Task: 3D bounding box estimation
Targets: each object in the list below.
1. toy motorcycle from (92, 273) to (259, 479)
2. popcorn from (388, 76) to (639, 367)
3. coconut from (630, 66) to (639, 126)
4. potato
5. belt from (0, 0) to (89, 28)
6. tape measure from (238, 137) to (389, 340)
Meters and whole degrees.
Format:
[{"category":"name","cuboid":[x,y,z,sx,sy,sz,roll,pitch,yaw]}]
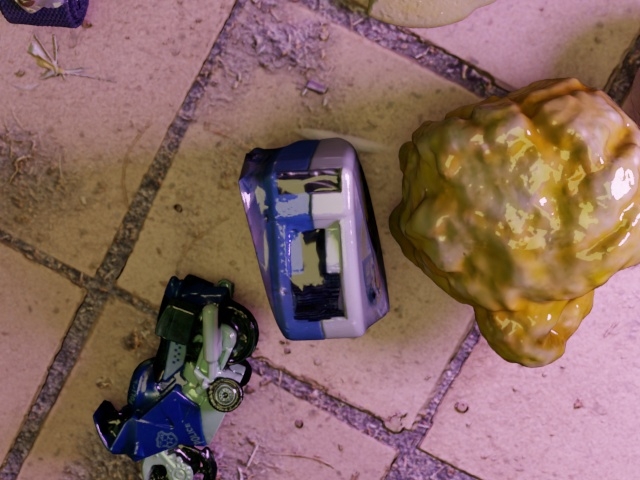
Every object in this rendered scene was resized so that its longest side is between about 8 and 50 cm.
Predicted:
[{"category":"toy motorcycle","cuboid":[-0.205,0.207,1.681,0.196,0.125,0.331,18,109,0]},{"category":"popcorn","cuboid":[0.256,-0.034,1.486,0.294,0.292,0.334,2,142,-28]},{"category":"coconut","cuboid":[0.500,-0.179,1.463,0.237,0.237,0.197,-34,97,12]},{"category":"potato","cuboid":[0.146,-0.332,1.552,0.149,0.081,0.120,21,136,-17]},{"category":"belt","cuboid":[-0.345,-0.390,1.535,0.126,0.139,0.230,4,102,5]},{"category":"tape measure","cuboid":[0.001,-0.002,1.534,0.138,0.259,0.262,-11,103,8]}]
